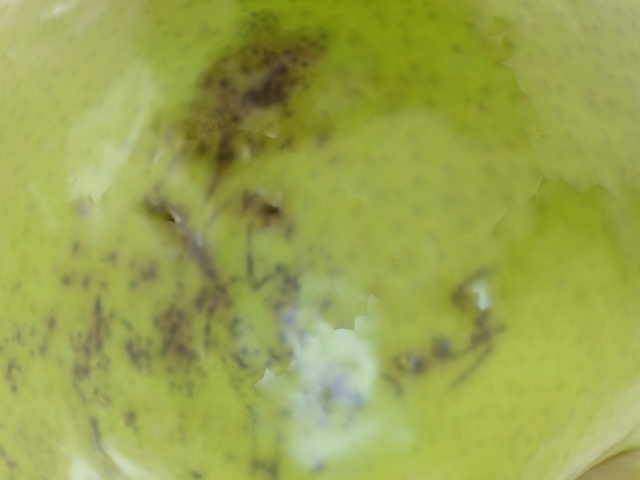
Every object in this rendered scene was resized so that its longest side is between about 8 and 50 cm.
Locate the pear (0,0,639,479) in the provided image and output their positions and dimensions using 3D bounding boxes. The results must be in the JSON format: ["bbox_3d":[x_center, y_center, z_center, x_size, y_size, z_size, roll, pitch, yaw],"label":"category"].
[{"bbox_3d":[0.000,0.000,0.553,0.391,0.391,0.391,11,-104,-51],"label":"pear"}]
